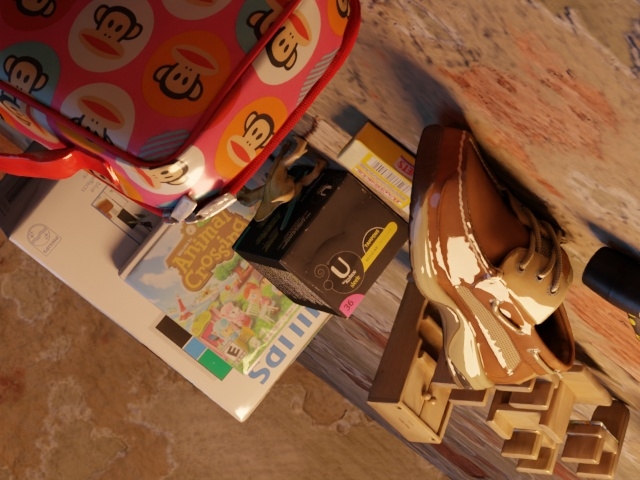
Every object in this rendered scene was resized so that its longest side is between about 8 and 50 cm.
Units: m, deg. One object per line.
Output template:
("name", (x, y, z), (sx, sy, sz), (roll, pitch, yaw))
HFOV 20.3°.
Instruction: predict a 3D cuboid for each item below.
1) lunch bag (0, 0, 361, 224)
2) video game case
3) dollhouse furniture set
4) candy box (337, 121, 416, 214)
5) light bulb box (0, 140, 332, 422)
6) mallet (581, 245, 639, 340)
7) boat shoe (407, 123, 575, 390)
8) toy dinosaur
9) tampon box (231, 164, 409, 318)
("lunch bag", (-0.145, -0.150, 1.270), (0.293, 0.258, 0.120), (32, 169, 29))
("video game case", (-0.090, 0.017, 2.033), (0.193, 0.212, 0.023), (40, -178, -17))
("dollhouse furniture set", (0.194, 0.130, 1.913), (0.242, 0.161, 0.212), (0, 149, 37))
("candy box", (0.109, -0.029, 1.639), (0.206, 0.027, 0.105), (38, 172, -3))
("light bulb box", (-0.194, -0.001, 2.210), (0.361, 0.225, 0.358), (40, 177, -16))
("mallet", (0.253, 0.051, 1.493), (0.062, 0.039, 0.190), (35, 175, 16))
("boat shoe", (0.152, 0.016, 1.501), (0.120, 0.123, 0.324), (0, 148, 16))
("toy dinosaur", (-0.036, -0.056, 1.840), (0.053, 0.093, 0.183), (39, 171, -16))
("tampon box", (0.000, 0.000, 1.897), (0.101, 0.120, 0.161), (41, 170, -20))
